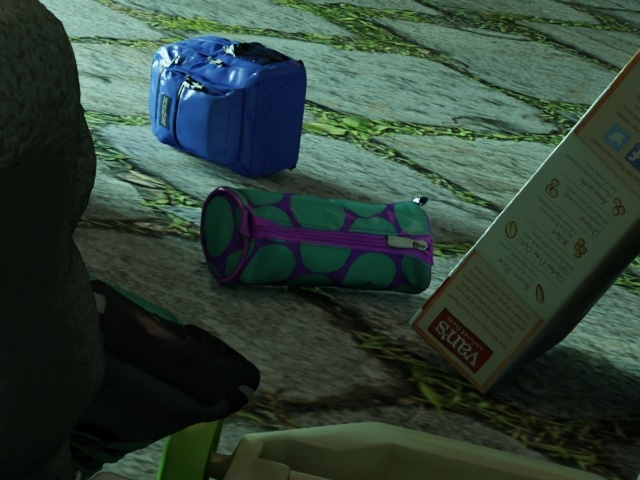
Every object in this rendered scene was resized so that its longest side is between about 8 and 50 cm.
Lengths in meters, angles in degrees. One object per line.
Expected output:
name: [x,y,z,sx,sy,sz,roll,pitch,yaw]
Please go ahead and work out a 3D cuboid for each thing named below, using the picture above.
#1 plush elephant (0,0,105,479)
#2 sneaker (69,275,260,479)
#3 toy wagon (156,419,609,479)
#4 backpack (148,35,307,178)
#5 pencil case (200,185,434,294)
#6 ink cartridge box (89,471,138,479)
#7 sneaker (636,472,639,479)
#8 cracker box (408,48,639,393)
plush elephant: [-0.199,0.034,0.585,0.255,0.272,0.330,33,-7,20]
sneaker: [-0.091,0.074,0.770,0.083,0.098,0.224,30,-12,-14]
toy wagon: [0.052,0.151,0.759,0.267,0.068,0.344,13,15,3]
backpack: [-0.083,-0.111,1.564,0.120,0.098,0.101,25,23,38]
pencil case: [0.000,0.000,1.280,0.152,0.064,0.070,3,-8,-29]
ink cartridge box: [0.072,0.205,0.407,0.395,0.151,0.270,14,15,13]
sneaker: [0.322,0.136,0.940,0.350,0.131,0.148,-2,37,-18]
cracker box: [0.168,-0.025,1.183,0.067,0.232,0.156,43,22,12]
